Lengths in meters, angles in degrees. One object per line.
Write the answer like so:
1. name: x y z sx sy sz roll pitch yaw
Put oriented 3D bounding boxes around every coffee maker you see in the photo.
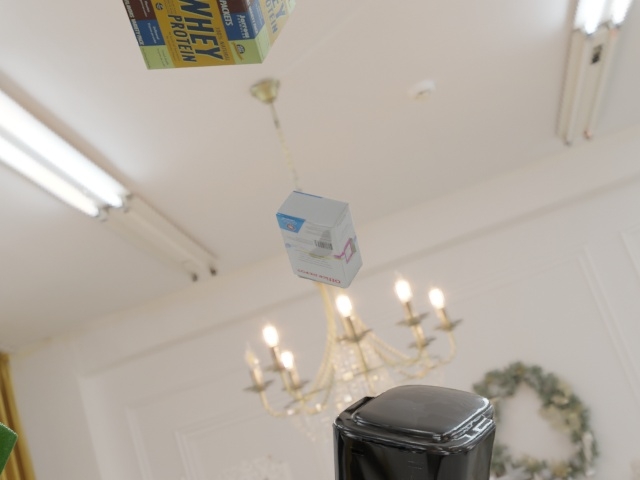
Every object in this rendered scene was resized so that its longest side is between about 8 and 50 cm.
1. coffee maker: 0.067 0.207 0.650 0.120 0.178 0.171 0 11 6

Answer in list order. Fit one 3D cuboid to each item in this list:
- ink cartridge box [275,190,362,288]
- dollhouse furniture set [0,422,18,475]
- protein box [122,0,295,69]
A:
1. ink cartridge box: 0.000 0.000 1.258 0.088 0.052 0.122 14 -40 26
2. dollhouse furniture set: -0.479 0.286 0.944 0.151 0.302 0.197 -10 -42 32
3. protein box: -0.171 -0.383 1.482 0.201 0.200 0.136 1 -49 20
